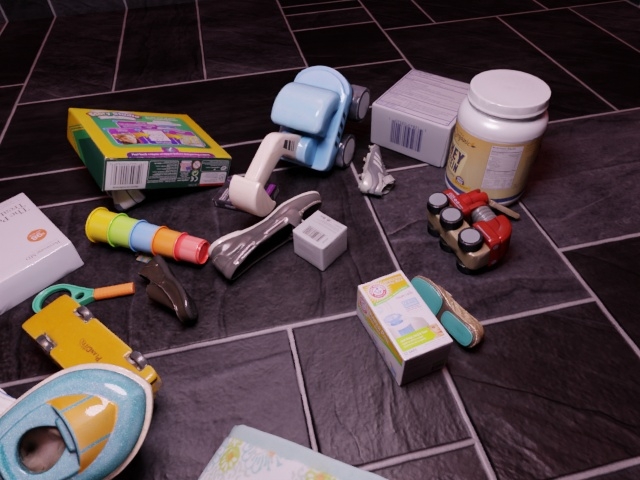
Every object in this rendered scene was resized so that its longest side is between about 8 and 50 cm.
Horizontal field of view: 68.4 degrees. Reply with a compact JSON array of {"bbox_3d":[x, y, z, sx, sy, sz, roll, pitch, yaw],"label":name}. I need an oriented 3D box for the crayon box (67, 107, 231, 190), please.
[{"bbox_3d":[-0.497,-0.269,1.372,0.362,0.106,0.313,-9,39,-41],"label":"crayon box"}]

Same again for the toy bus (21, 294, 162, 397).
[{"bbox_3d":[-0.456,0.238,0.945,0.332,0.130,0.108,28,52,26],"label":"toy bus"}]

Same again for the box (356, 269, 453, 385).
[{"bbox_3d":[0.168,0.180,0.997,0.114,0.103,0.203,-17,48,-15],"label":"box"}]

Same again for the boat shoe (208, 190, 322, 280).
[{"bbox_3d":[-0.119,-0.009,1.198,0.335,0.112,0.096,-30,64,-19],"label":"boat shoe"}]

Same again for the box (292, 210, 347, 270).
[{"bbox_3d":[0.000,0.000,1.189,0.101,0.087,0.102,31,54,28],"label":"box"}]

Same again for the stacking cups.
[{"bbox_3d":[-0.434,-0.012,1.205,0.315,0.096,0.096,11,47,11],"label":"stacking cups"}]

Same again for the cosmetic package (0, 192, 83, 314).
[{"bbox_3d":[-0.835,0.065,1.154,0.284,0.098,0.377,34,56,27],"label":"cosmetic package"}]

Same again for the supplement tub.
[{"bbox_3d":[0.472,-0.269,1.273,0.228,0.317,0.229,-1,45,1],"label":"supplement tub"}]

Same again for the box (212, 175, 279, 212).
[{"bbox_3d":[-0.215,-0.130,1.365,0.161,0.029,0.116,13,47,13],"label":"box"}]

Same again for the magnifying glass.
[{"bbox_3d":[-0.564,0.133,1.125,0.230,0.026,0.092,-8,46,-7],"label":"magnifying glass"}]

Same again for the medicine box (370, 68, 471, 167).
[{"bbox_3d":[0.346,-0.406,1.528,0.263,0.149,0.289,26,51,24],"label":"medicine box"}]

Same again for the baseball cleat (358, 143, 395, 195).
[{"bbox_3d":[0.174,-0.204,1.407,0.109,0.072,0.206,18,52,0],"label":"baseball cleat"}]

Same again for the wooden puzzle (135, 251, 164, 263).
[{"bbox_3d":[-0.442,0.040,1.222,0.083,0.006,0.049,13,48,15],"label":"wooden puzzle"}]

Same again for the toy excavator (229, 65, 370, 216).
[{"bbox_3d":[-0.072,-0.289,1.316,0.222,0.434,0.445,20,11,20],"label":"toy excavator"}]

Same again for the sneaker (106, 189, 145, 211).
[{"bbox_3d":[-0.598,-0.177,1.382,0.091,0.094,0.258,-35,46,-9],"label":"sneaker"}]

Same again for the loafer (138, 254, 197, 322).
[{"bbox_3d":[-0.359,0.123,1.099,0.078,0.080,0.220,-35,48,-16],"label":"loafer"}]

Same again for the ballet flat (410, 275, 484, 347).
[{"bbox_3d":[0.284,0.156,1.055,0.067,0.073,0.206,-2,41,-39],"label":"ballet flat"}]

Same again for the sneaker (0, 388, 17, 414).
[{"bbox_3d":[-0.647,0.380,0.830,0.322,0.130,0.236,-9,38,-2],"label":"sneaker"}]

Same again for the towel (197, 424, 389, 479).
[{"bbox_3d":[-0.087,0.452,0.669,0.374,0.090,0.321,0,37,40],"label":"towel"}]

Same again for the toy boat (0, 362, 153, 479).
[{"bbox_3d":[-0.355,0.353,0.728,0.267,0.148,0.318,-34,84,-8],"label":"toy boat"}]

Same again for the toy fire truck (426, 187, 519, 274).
[{"bbox_3d":[0.419,-0.046,1.197,0.246,0.159,0.217,-24,48,-6],"label":"toy fire truck"}]
